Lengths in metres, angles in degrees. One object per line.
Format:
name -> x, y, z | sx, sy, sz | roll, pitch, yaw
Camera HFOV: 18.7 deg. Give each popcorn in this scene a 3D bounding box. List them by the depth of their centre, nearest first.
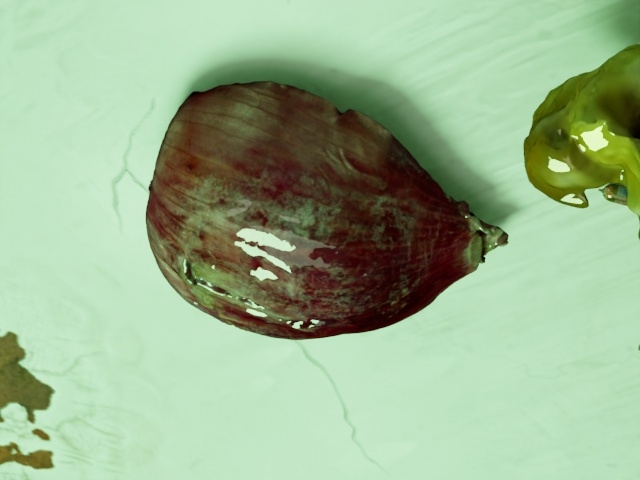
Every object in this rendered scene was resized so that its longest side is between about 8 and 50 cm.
popcorn -> 0.303, -0.055, 1.290 | 0.332, 0.225, 0.265 | 6, 153, 23

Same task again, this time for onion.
onion -> 0.000, 0.000, 1.489 | 0.283, 0.120, 0.227 | 9, 139, 7

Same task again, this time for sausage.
sausage -> 0.258, -0.026, 1.464 | 0.100, 0.015, 0.015 | 14, 135, 2

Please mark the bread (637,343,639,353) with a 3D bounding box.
bread -> 0.325, 0.046, 1.489 | 0.154, 0.054, 0.136 | 2, 135, 6
